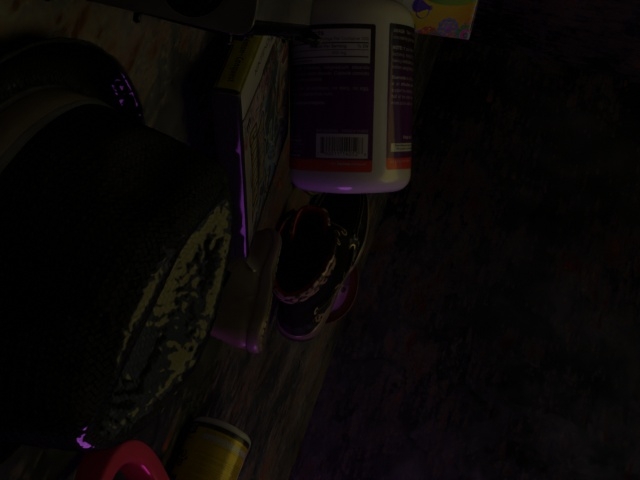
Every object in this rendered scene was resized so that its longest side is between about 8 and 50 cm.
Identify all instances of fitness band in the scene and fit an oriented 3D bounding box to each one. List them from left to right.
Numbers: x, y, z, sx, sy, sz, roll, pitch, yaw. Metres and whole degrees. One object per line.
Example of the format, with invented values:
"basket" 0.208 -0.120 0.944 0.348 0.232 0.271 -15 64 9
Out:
"fitness band" -0.215 0.363 0.915 0.209 0.054 0.290 -75 156 -55

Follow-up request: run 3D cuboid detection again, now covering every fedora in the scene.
"fedora" -0.160 0.028 0.572 0.334 0.153 0.334 16 90 -76
"fedora" -0.001 0.090 1.787 0.079 0.194 0.194 8 100 -43

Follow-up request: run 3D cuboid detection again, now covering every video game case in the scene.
"video game case" -0.080 -0.157 1.007 0.274 0.035 0.248 93 9 -50

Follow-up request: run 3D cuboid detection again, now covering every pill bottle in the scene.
"pill bottle" -0.187 0.378 1.247 0.103 0.103 0.184 91 18 -59
"pill bottle" 0.045 -0.233 1.167 0.181 0.182 0.322 -32 123 -76

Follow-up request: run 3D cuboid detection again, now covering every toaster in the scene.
"toaster" -0.089 -0.210 0.577 0.186 0.168 0.110 -43 148 -70

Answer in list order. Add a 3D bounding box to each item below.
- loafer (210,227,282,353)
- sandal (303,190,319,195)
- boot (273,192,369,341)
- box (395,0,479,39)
"loafer" -0.112 0.058 1.175 0.268 0.092 0.101 -90 -168 -62
"sandal" -0.002 -0.159 1.469 0.072 0.049 0.180 -23 132 -42
"boot" 0.000 0.000 1.600 0.284 0.138 0.377 80 34 -70
"box" 0.169 -0.519 1.282 0.279 0.177 0.289 -94 -169 -55
